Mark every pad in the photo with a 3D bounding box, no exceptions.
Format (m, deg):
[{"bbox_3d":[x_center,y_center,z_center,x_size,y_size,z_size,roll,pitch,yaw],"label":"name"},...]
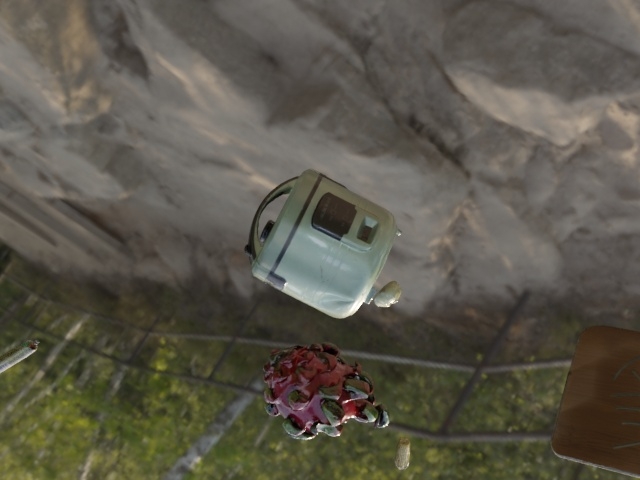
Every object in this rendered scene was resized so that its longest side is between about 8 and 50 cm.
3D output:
[{"bbox_3d":[0.561,0.274,1.354,0.286,0.284,0.018,10,141,26],"label":"pad"}]

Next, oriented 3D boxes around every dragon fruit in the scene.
[{"bbox_3d":[0.012,0.311,1.687,0.272,0.198,0.218,-5,-165,-23],"label":"dragon fruit"}]

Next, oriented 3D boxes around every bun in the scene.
[{"bbox_3d":[0.187,0.150,2.172,0.055,0.086,0.086,47,173,10],"label":"bun"}]

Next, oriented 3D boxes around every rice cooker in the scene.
[{"bbox_3d":[0.000,0.000,1.386,0.244,0.226,0.226,27,171,1],"label":"rice cooker"}]

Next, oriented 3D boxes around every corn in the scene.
[{"bbox_3d":[0.149,0.388,1.447,0.027,0.028,0.083,-4,132,-4],"label":"corn"}]

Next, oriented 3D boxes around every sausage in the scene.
[{"bbox_3d":[-0.744,0.294,1.782,0.033,0.269,0.033,59,179,2],"label":"sausage"}]
